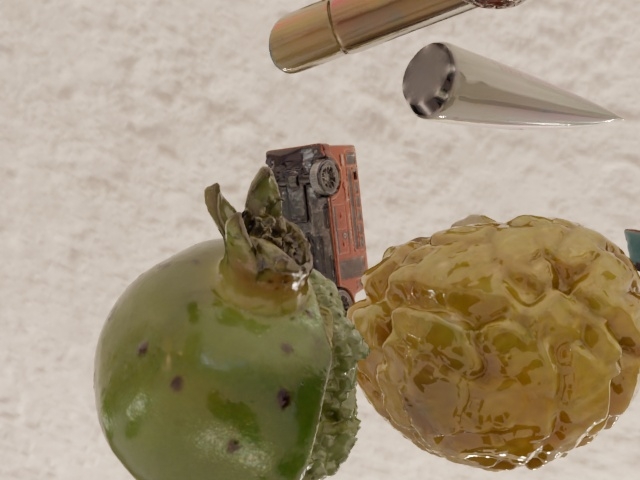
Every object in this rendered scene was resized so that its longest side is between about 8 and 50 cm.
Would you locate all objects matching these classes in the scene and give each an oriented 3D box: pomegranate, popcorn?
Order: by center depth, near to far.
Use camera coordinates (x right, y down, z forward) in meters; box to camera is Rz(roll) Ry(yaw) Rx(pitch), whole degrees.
[{"bbox_3d":[-0.076,0.096,0.896,0.260,0.260,0.341,12,123,8],"label":"pomegranate"},{"bbox_3d":[0.231,0.142,1.324,0.390,0.354,0.344,3,109,39],"label":"popcorn"}]

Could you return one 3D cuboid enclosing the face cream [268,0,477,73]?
[{"bbox_3d":[0.085,-0.257,1.090,0.285,0.139,0.067,-19,107,13],"label":"face cream"}]

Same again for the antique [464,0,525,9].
[{"bbox_3d":[0.144,-0.239,0.826,0.104,0.104,0.104,12,146,8],"label":"antique"}]

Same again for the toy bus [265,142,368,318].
[{"bbox_3d":[0.000,0.000,1.739,0.143,0.329,0.153,-5,-177,38],"label":"toy bus"}]

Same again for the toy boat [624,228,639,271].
[{"bbox_3d":[0.617,0.024,1.448,0.392,0.080,0.136,5,-173,-22],"label":"toy boat"}]

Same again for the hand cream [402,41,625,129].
[{"bbox_3d":[0.293,-0.218,1.579,0.358,0.118,0.185,9,178,-34],"label":"hand cream"}]
